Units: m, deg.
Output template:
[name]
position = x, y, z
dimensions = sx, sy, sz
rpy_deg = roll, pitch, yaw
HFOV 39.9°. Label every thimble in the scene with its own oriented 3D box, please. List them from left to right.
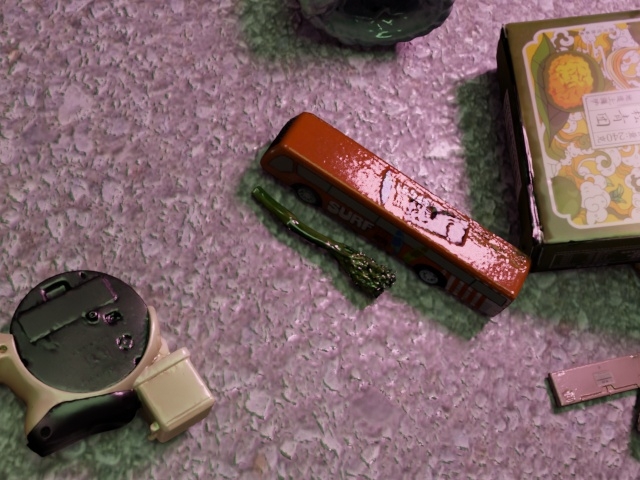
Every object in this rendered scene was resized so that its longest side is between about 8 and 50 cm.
[thimble]
position = 0.077, -0.411, 1.339
dimensions = 0.250, 0.205, 0.171
rpy_deg = -3, 68, -12

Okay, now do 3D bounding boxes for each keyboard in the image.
[keyboard]
position = 0.410, 0.204, 1.287
dimensions = 0.166, 0.017, 0.055
rpy_deg = -9, 66, -19

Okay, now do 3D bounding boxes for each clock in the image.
[clock]
position = -0.337, 0.199, 1.017
dimensions = 0.379, 0.120, 0.276
rpy_deg = -32, 75, -26

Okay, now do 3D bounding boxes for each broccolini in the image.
[broccolini]
position = 0.000, 0.000, 1.242
dimensions = 0.239, 0.051, 0.054
rpy_deg = 34, 19, 5

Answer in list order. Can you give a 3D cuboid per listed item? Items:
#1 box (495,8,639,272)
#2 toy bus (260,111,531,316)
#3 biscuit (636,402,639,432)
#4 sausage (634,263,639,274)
[box]
position = 0.491, -0.159, 1.326
dimensions = 0.420, 0.138, 0.373
rpy_deg = -5, 68, 3
[toy bus]
position = 0.107, -0.038, 1.256
dimensions = 0.409, 0.092, 0.093
rpy_deg = 33, 61, -3
[biscuit]
position = 0.563, 0.189, 1.300
dimensions = 0.150, 0.052, 0.252
rpy_deg = 26, 69, -11
[sausage]
position = 0.503, 0.032, 1.378
dimensions = 0.029, 0.029, 0.223
rpy_deg = -20, 75, -23
